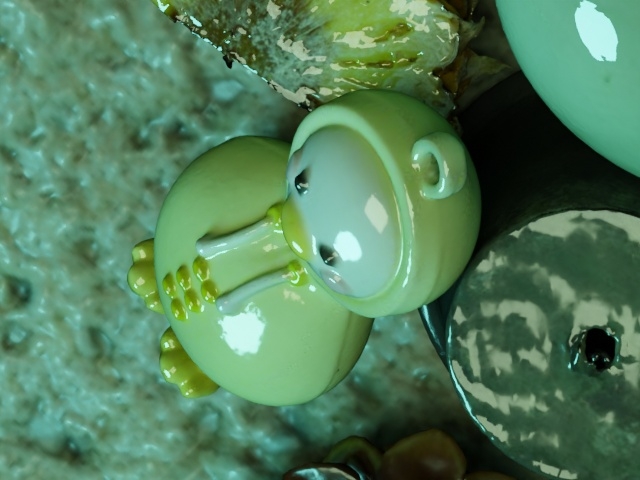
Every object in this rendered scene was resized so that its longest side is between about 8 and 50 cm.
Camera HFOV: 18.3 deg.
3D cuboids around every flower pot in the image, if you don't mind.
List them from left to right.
[{"bbox_3d":[0.144,0.030,0.979,0.235,0.148,0.235,4,107,14],"label":"flower pot"}]

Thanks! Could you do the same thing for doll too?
[{"bbox_3d":[-0.011,0.002,0.978,0.117,0.296,0.141,-12,79,-23],"label":"doll"}]

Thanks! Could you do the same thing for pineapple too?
[{"bbox_3d":[-0.003,-0.148,1.000,0.233,0.079,0.135,31,115,4],"label":"pineapple"}]

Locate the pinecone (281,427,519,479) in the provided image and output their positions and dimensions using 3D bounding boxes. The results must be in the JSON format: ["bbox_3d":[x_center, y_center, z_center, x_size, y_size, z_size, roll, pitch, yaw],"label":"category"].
[{"bbox_3d":[0.008,0.229,1.030,0.264,0.264,0.264,5,109,14],"label":"pinecone"}]

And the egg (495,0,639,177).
[{"bbox_3d":[0.189,-0.115,0.854,0.203,0.282,0.203,-4,84,37],"label":"egg"}]
